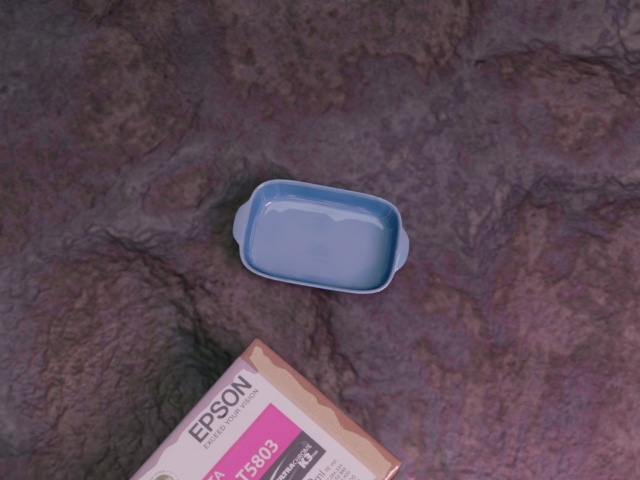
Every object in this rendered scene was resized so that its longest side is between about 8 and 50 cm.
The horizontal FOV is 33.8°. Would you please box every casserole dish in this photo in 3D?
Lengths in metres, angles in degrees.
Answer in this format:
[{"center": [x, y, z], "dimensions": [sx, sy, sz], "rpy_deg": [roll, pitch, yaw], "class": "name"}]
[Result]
[{"center": [0.000, 0.000, 1.136], "dimensions": [0.189, 0.037, 0.114], "rpy_deg": [10, 71, 1], "class": "casserole dish"}]

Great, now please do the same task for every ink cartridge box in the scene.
[{"center": [-0.067, 0.246, 1.026], "dimensions": [0.193, 0.088, 0.234], "rpy_deg": [39, 76, 10], "class": "ink cartridge box"}]
